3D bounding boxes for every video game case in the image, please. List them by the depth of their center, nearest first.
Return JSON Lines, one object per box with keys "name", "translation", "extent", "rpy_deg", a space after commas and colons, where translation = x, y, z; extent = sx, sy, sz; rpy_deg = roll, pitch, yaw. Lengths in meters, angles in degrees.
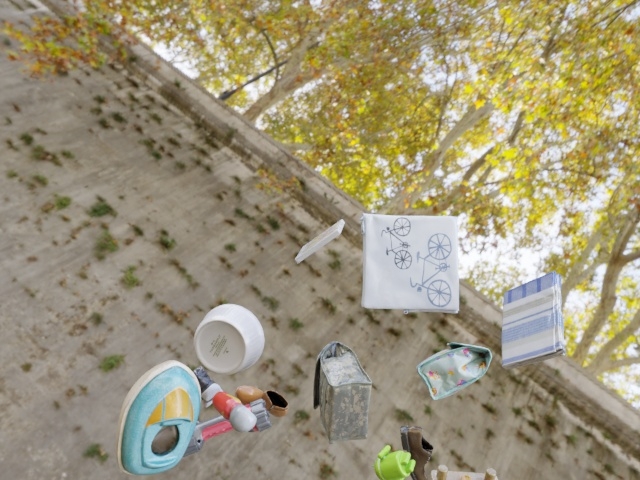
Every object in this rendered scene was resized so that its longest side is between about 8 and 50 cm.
{"name": "video game case", "translation": [0.000, 0.000, 2.188], "extent": [0.227, 0.206, 0.026], "rpy_deg": [-35, -82, 15]}

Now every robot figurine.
{"name": "robot figurine", "translation": [0.194, 0.603, 1.359], "extent": [0.115, 0.067, 0.101], "rpy_deg": [-31, -83, 28]}

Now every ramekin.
{"name": "ramekin", "translation": [-0.362, 0.392, 1.969], "extent": [0.273, 0.127, 0.273], "rpy_deg": [2, -82, 13]}

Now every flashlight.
{"name": "flashlight", "translation": [-0.318, 0.625, 1.687], "extent": [0.103, 0.304, 0.103], "rpy_deg": [-145, -145, -77]}

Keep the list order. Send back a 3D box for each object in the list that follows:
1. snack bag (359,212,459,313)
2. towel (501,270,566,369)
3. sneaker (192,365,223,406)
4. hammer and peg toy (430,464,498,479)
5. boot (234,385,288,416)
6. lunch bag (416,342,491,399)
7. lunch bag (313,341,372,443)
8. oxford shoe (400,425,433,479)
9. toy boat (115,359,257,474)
{"name": "snack bag", "translation": [0.291, 0.077, 1.661], "extent": [0.037, 0.343, 0.323], "rpy_deg": [151, -60, -78]}
{"name": "towel", "translation": [0.635, 0.241, 1.529], "extent": [0.034, 0.285, 0.209], "rpy_deg": [33, -41, -19]}
{"name": "sneaker", "translation": [-0.521, 0.649, 2.283], "extent": [0.153, 0.101, 0.268], "rpy_deg": [47, -26, 14]}
{"name": "hammer and peg toy", "translation": [0.546, 0.970, 1.790], "extent": [0.266, 0.361, 0.127], "rpy_deg": [3, -66, 0]}
{"name": "boot", "translation": [-0.287, 0.780, 2.505], "extent": [0.283, 0.109, 0.220], "rpy_deg": [31, -30, 6]}
{"name": "lunch bag", "translation": [0.486, 0.454, 1.839], "extent": [0.160, 0.262, 0.223], "rpy_deg": [61, 3, 16]}
{"name": "lunch bag", "translation": [0.062, 0.528, 1.815], "extent": [0.287, 0.169, 0.235], "rpy_deg": [-127, -142, -67]}
{"name": "oxford shoe", "translation": [0.338, 0.732, 1.716], "extent": [0.096, 0.083, 0.227], "rpy_deg": [-11, -77, 15]}
{"name": "toy boat", "translation": [-0.307, 0.414, 1.196], "extent": [0.148, 0.318, 0.267], "rpy_deg": [17, -84, 46]}
